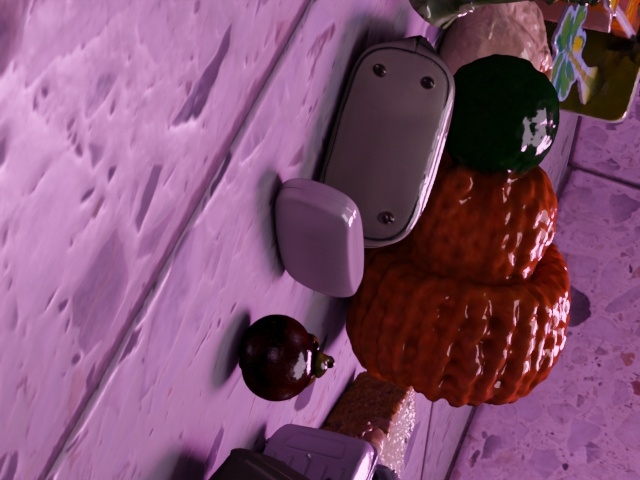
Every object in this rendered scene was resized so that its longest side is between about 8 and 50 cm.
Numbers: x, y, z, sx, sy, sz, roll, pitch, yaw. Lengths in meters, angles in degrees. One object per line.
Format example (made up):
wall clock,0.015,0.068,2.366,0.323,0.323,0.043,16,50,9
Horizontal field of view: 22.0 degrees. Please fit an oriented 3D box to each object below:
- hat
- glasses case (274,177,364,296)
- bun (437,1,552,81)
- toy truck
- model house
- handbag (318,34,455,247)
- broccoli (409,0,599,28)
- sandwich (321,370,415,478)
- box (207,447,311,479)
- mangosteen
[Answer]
hat,0.154,-0.025,1.882,0.285,0.285,0.400,-50,140,-61
glasses case,0.000,0.000,1.500,0.193,0.074,0.049,83,28,-64
bun,0.224,-0.217,2.066,0.220,0.134,0.220,17,90,-75
toy truck,-0.038,0.360,1.667,0.178,0.176,0.363,76,34,-47
model house,0.330,-0.367,2.285,0.313,0.242,0.358,29,81,-62
handbag,0.062,-0.102,1.699,0.315,0.109,0.241,-94,-158,-85
broccoli,0.196,-0.317,1.598,0.270,0.270,0.270,-41,-177,26
sandwich,0.047,0.333,2.095,0.288,0.099,0.254,-52,140,-61
box,-0.005,0.314,1.447,0.166,0.290,0.220,-59,167,-4
mangosteen,-0.036,0.106,1.490,0.081,0.081,0.081,18,90,-79
